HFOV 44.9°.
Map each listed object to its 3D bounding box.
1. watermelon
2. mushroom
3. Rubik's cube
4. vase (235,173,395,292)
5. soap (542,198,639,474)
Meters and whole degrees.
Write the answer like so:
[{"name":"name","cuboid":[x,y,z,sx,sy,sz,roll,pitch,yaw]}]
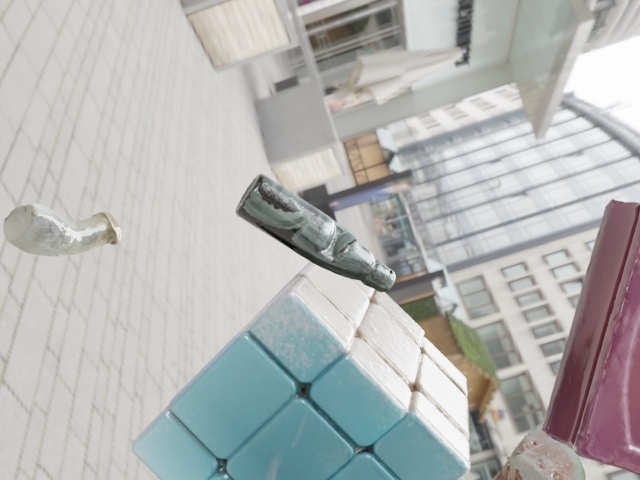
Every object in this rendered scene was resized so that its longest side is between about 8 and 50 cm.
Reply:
[{"name":"watermelon","cuboid":[0.434,0.552,1.597,0.188,0.322,0.175,41,-4,29]},{"name":"mushroom","cuboid":[-0.462,-0.015,1.416,0.223,0.081,0.092,6,89,-53]},{"name":"Rubik's cube","cuboid":[-0.007,0.240,1.091,0.316,0.322,0.319,46,14,0]},{"name":"vase","cuboid":[0.000,0.000,0.926,0.211,0.060,0.060,33,16,-12]},{"name":"soap","cuboid":[0.480,0.142,1.083,0.128,0.233,0.359,-174,-79,-81]}]
